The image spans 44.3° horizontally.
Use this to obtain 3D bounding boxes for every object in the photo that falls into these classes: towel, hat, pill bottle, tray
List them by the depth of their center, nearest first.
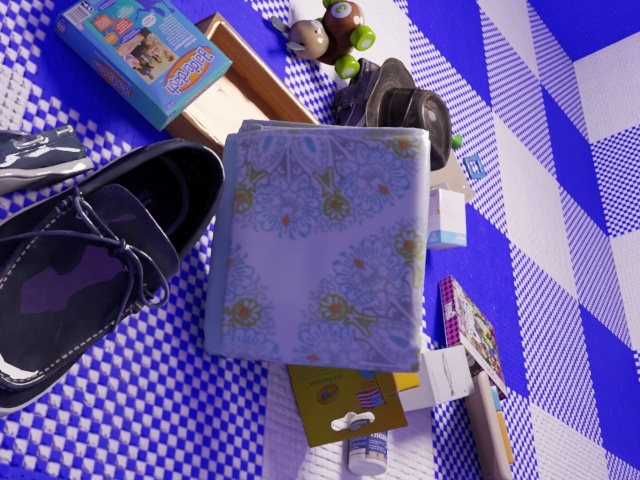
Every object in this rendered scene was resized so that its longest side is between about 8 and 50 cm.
[{"bbox_3d":[0.000,0.000,1.182,0.090,0.320,0.374,64,30,-74],"label":"towel"},{"bbox_3d":[-0.101,-0.171,1.369,0.411,0.076,0.203,44,53,-33],"label":"tray"},{"bbox_3d":[0.084,0.343,1.370,0.067,0.067,0.120,38,43,-38],"label":"pill bottle"},{"bbox_3d":[0.213,-0.234,1.719,0.331,0.134,0.331,-14,106,-63],"label":"hat"}]

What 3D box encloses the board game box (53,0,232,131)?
[{"bbox_3d":[-0.260,-0.288,1.171,0.210,0.047,0.160,44,56,-5],"label":"board game box"}]

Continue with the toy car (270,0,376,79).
[{"bbox_3d":[-0.010,-0.435,1.643,0.188,0.149,0.155,-7,54,-38],"label":"toy car"}]

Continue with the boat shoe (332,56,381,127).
[{"bbox_3d":[0.070,-0.294,1.707,0.092,0.103,0.285,32,55,-7],"label":"boat shoe"}]

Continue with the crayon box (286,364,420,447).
[{"bbox_3d":[0.034,0.160,1.284,0.081,0.202,0.318,0,72,-55],"label":"crayon box"}]

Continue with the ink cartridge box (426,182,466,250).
[{"bbox_3d":[0.274,-0.055,1.816,0.090,0.092,0.143,9,77,-39],"label":"ink cartridge box"}]

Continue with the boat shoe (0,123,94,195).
[{"bbox_3d":[-0.375,-0.099,0.942,0.254,0.095,0.079,-26,95,-59],"label":"boat shoe"}]

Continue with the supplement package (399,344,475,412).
[{"bbox_3d":[0.216,0.275,1.564,0.179,0.105,0.105,2,72,-54],"label":"supplement package"}]

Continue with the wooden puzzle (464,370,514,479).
[{"bbox_3d":[0.354,0.396,1.647,0.239,0.044,0.221,84,-4,-73],"label":"wooden puzzle"}]

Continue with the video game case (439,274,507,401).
[{"bbox_3d":[0.349,0.224,1.804,0.210,0.042,0.232,49,25,-27],"label":"video game case"}]

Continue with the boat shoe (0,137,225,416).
[{"bbox_3d":[-0.271,0.012,0.970,0.187,0.156,0.500,60,34,-19],"label":"boat shoe"}]

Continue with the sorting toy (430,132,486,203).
[{"bbox_3d":[0.287,-0.160,1.962,0.347,0.047,0.196,-31,93,-42],"label":"sorting toy"}]
